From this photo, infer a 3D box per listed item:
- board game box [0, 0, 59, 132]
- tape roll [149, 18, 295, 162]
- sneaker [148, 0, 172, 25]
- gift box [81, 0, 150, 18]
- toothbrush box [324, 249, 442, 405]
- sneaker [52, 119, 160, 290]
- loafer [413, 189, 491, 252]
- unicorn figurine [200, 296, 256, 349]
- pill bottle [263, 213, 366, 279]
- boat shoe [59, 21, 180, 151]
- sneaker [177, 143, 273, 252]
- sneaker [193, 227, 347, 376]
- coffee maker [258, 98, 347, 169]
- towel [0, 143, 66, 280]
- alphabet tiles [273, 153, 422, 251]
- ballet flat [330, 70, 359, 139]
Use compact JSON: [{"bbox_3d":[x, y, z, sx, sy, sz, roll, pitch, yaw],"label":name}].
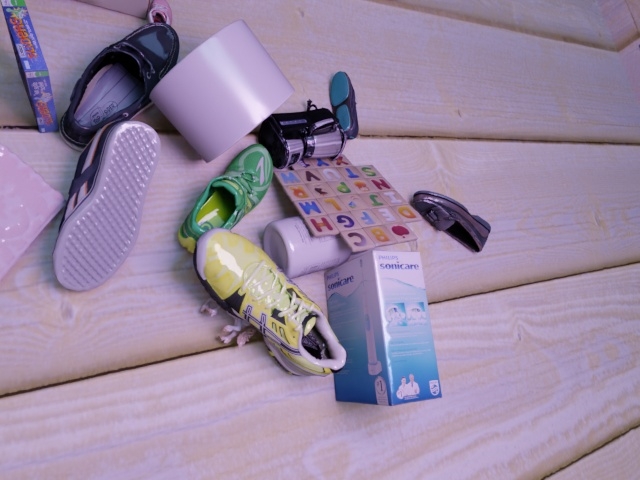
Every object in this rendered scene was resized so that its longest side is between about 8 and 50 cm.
[{"bbox_3d":[-0.510,-0.300,0.771,0.035,0.201,0.136,-19,83,-30],"label":"board game box"},{"bbox_3d":[-0.196,-0.298,0.890,0.169,0.246,0.246,50,59,-19],"label":"tape roll"},{"bbox_3d":[-0.363,-0.513,0.991,0.051,0.070,0.134,7,70,-22],"label":"sneaker"},{"bbox_3d":[-0.466,-0.632,0.871,0.258,0.255,0.276,4,67,-28],"label":"gift box"},{"bbox_3d":[0.120,0.187,0.931,0.126,0.216,0.295,2,72,-27],"label":"toothbrush box"},{"bbox_3d":[-0.400,-0.070,0.810,0.126,0.127,0.321,25,88,-44],"label":"sneaker"},{"bbox_3d":[0.365,-0.051,1.205,0.268,0.096,0.084,24,71,-21],"label":"loafer"},{"bbox_3d":[-0.182,0.132,0.891,0.111,0.060,0.161,-33,105,-40],"label":"unicorn figurine"},{"bbox_3d":[0.000,0.000,0.977,0.229,0.131,0.131,-14,81,-30],"label":"pill bottle"},{"bbox_3d":[-0.390,-0.328,0.869,0.127,0.113,0.340,41,68,-16],"label":"boat shoe"},{"bbox_3d":[-0.180,-0.096,0.920,0.109,0.123,0.295,36,61,-12],"label":"sneaker"},{"bbox_3d":[-0.081,0.117,0.845,0.384,0.147,0.145,49,55,-23],"label":"sneaker"},{"bbox_3d":[-0.056,-0.255,1.049,0.178,0.120,0.171,-16,42,-33],"label":"coffee maker"},{"bbox_3d":[-0.593,-0.047,0.622,0.317,0.053,0.331,-64,148,-28],"label":"towel"},{"bbox_3d":[0.063,-0.103,1.007,0.285,0.011,0.342,-8,46,-29],"label":"alphabet tiles"},{"bbox_3d":[0.070,-0.357,1.170,0.074,0.074,0.203,6,65,-25],"label":"ballet flat"}]
